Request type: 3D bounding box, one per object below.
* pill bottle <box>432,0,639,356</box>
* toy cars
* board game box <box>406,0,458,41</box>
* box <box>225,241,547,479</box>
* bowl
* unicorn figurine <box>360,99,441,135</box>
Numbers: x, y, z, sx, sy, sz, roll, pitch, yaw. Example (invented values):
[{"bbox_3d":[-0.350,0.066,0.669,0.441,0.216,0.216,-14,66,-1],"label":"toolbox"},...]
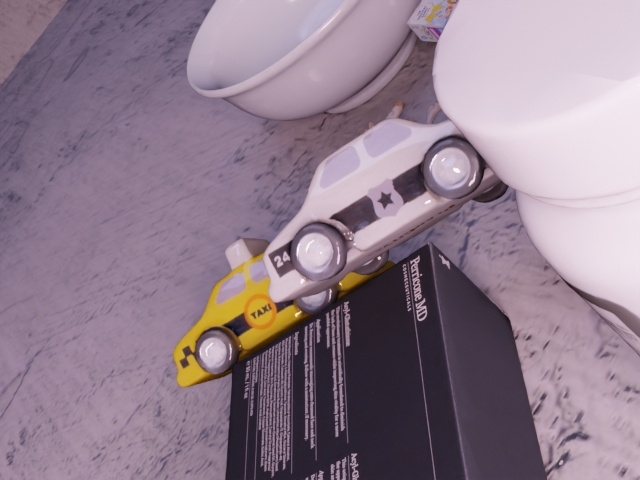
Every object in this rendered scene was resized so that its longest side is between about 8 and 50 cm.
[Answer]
[{"bbox_3d":[0.186,-0.014,0.409,0.161,0.283,0.161,-32,35,26],"label":"pill bottle"},{"bbox_3d":[0.000,0.000,0.693,0.176,0.087,0.393,-23,-11,-32],"label":"toy cars"},{"bbox_3d":[0.154,-0.240,0.852,0.154,0.026,0.103,-57,34,-8],"label":"board game box"},{"bbox_3d":[0.037,0.155,0.595,0.184,0.103,0.261,-36,33,26],"label":"box"},{"bbox_3d":[0.008,-0.228,1.021,0.298,0.134,0.298,-32,35,26],"label":"bowl"},{"bbox_3d":[0.077,-0.071,0.844,0.111,0.060,0.162,-61,16,-18],"label":"unicorn figurine"}]
